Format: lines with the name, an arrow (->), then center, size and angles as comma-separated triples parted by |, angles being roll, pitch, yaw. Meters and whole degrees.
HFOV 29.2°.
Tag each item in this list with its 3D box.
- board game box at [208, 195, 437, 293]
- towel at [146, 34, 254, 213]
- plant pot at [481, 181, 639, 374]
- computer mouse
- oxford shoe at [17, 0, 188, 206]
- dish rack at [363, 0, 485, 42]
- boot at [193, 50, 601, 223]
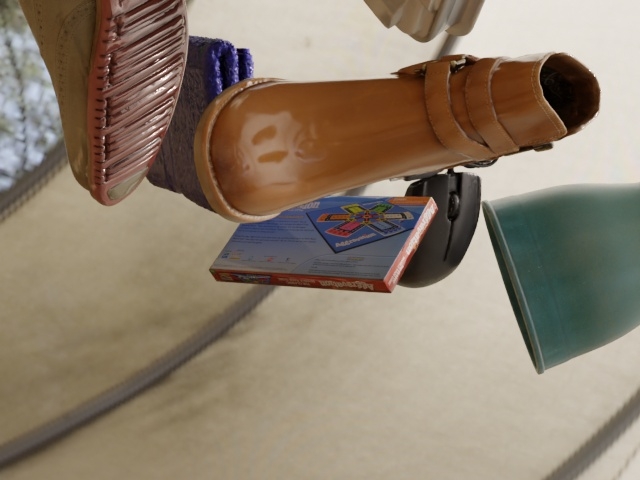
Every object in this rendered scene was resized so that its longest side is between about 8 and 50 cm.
board game box -> 0.000, 0.000, 1.570 | 0.281, 0.027, 0.145 | 3, -132, 38
towel -> -0.163, -0.163, 1.602 | 0.308, 0.076, 0.228 | 25, -55, 60
plant pot -> 0.401, 0.033, 1.819 | 0.255, 0.272, 0.272 | -17, -135, 5
computer mouse -> 0.158, -0.023, 1.694 | 0.072, 0.188, 0.272 | 55, -33, 38
oxford shoe -> -0.189, -0.197, 0.991 | 0.123, 0.130, 0.348 | -40, 141, -55
dish rack -> 0.023, -0.332, 1.057 | 0.072, 0.333, 0.285 | -35, 169, -15
boot -> 0.063, -0.081, 0.902 | 0.220, 0.283, 0.109 | -5, -87, 36
